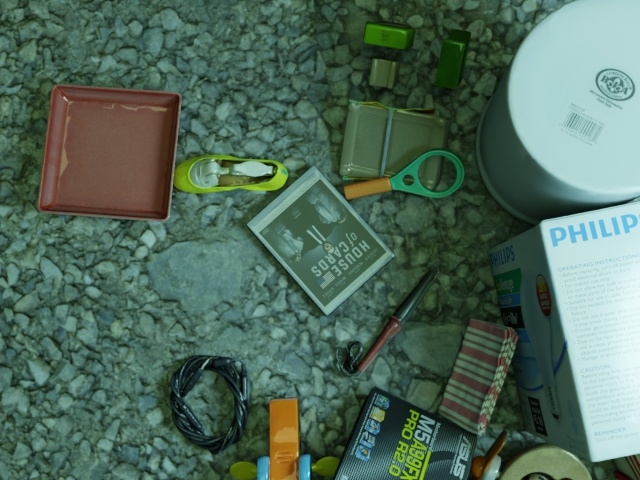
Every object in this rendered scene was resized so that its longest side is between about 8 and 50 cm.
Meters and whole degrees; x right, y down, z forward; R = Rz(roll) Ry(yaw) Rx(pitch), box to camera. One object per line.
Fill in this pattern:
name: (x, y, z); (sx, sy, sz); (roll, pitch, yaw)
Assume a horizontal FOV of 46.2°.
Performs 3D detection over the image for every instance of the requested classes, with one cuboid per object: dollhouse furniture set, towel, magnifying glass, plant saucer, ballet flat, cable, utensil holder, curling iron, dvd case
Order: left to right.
plant saucer: (-0.408, -0.169, 1.476); (0.259, 0.048, 0.258); (4, 84, 3)
cable: (-0.211, 0.310, 1.414); (0.151, 0.047, 0.184); (-1, 84, 2)
ballet flat: (-0.179, -0.132, 1.449); (0.231, 0.077, 0.077); (0, 84, 2)
dvd case: (0.000, 0.000, 1.454); (0.179, 0.029, 0.238); (-42, 83, -3)
curling iron: (0.130, 0.153, 1.429); (0.068, 0.035, 0.274); (44, 87, 6)
dollhouse furniture set: (0.162, -0.262, 1.462); (0.198, 0.151, 0.301); (12, 113, 9)
magnifying glass: (0.158, -0.114, 1.423); (0.231, 0.026, 0.092); (-10, 108, 18)
towel: (0.280, 0.241, 1.362); (0.029, 0.144, 0.197); (23, 84, -19)
utensil holder: (0.445, -0.200, 1.274); (0.328, 0.385, 0.327); (-1, 84, 6)

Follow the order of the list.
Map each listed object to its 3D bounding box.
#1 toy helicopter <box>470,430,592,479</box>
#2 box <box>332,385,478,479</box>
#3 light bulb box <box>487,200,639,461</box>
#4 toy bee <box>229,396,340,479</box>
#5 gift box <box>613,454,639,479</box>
toy helicopter: (0.317, 0.492, 1.342); (0.355, 0.140, 0.235); (-41, 90, 8)
box: (0.139, 0.416, 1.314); (0.216, 0.060, 0.270); (25, 48, 5)
light bulb box: (0.460, 0.145, 1.260); (0.225, 0.358, 0.361); (-10, 82, -2)
toy bee: (-0.072, 0.446, 1.360); (0.195, 0.162, 0.298); (16, 59, 12)
gift box: (0.664, 0.422, 1.275); (0.258, 0.255, 0.276); (-25, 77, -3)
